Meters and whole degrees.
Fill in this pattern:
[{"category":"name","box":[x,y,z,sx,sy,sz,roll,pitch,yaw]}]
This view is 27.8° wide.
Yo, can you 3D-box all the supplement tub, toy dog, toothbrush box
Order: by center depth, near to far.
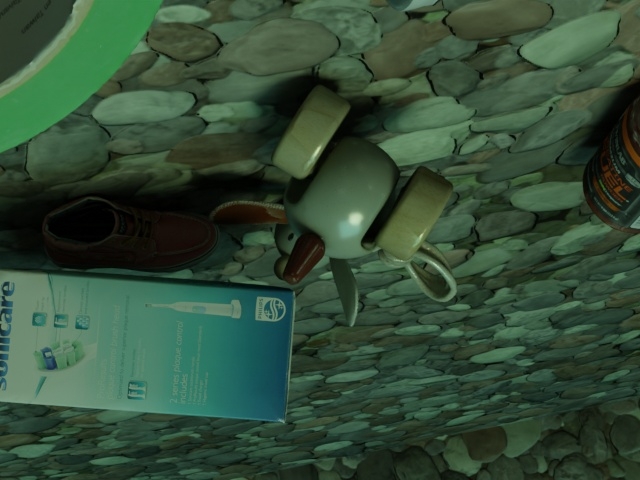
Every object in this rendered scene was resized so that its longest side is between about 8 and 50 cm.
[{"category":"toy dog","box":[0.000,0.000,1.212,0.220,0.161,0.333,30,161,19]},{"category":"toothbrush box","box":[-0.176,0.096,1.258,0.295,0.126,0.216,5,179,-3]},{"category":"supplement tub","box":[0.333,-0.088,1.263,0.106,0.106,0.198,-6,159,-10]}]

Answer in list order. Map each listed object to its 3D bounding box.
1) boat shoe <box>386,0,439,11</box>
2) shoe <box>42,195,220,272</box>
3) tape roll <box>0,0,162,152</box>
[{"category":"boat shoe","box":[0.121,-0.227,0.781,0.105,0.113,0.306,-13,165,-16]},{"category":"shoe","box":[-0.188,-0.006,1.289,0.178,0.063,0.081,-3,165,-7]},{"category":"tape roll","box":[-0.233,-0.167,0.662,0.321,0.077,0.321,-17,142,-14]}]
